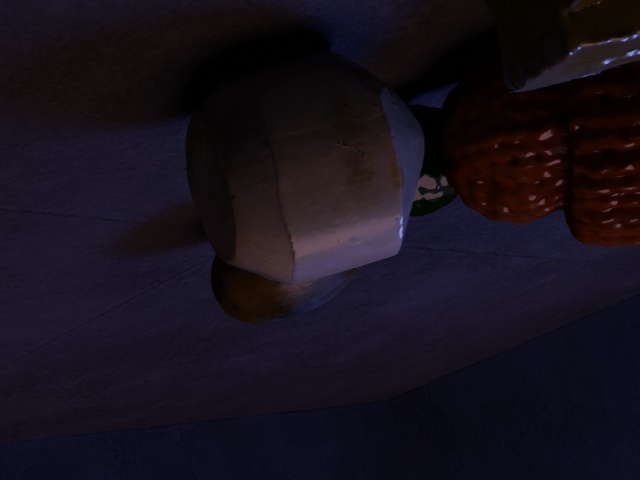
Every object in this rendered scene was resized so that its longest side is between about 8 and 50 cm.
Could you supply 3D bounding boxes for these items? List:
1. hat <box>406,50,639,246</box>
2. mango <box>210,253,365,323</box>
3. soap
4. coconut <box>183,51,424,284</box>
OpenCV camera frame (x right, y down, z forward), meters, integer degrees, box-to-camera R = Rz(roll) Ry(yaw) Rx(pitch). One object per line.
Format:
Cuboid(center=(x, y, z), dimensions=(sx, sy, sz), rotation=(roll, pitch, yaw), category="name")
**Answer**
Cuboid(center=(0.231, -0.138, 1.487), dimensions=(0.400, 0.285, 0.285), rotation=(6, 170, 12), category="hat")
Cuboid(center=(0.000, 0.000, 1.746), dimensions=(0.316, 0.146, 0.193), rotation=(-28, 171, 10), category="mango")
Cuboid(center=(0.326, -0.264, 1.136), dimensions=(0.338, 0.169, 0.304), rotation=(-17, 176, -11), category="soap")
Cuboid(center=(-0.008, -0.076, 1.323), dimensions=(0.241, 0.241, 0.241), rotation=(-18, 166, -5), category="coconut")
